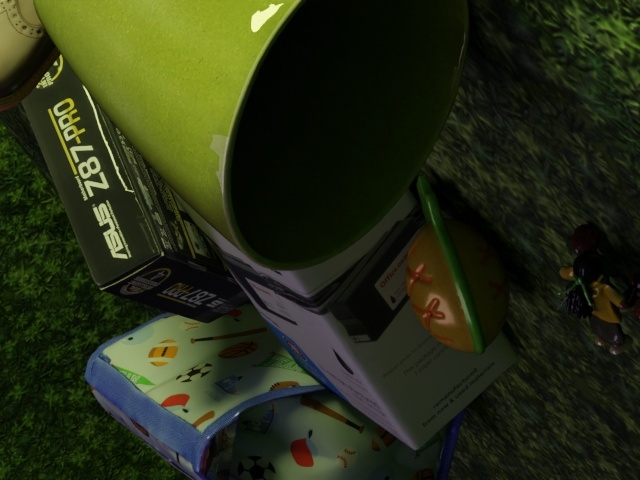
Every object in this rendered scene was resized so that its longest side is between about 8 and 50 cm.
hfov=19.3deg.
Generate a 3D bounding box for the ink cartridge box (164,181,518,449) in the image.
[{"bbox_3d":[0.000,0.000,2.041,0.395,0.166,0.285,56,167,-31],"label":"ink cartridge box"}]

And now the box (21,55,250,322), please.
[{"bbox_3d":[-0.228,-0.112,2.180,0.395,0.097,0.318,65,-166,16],"label":"box"}]

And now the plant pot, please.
[{"bbox_3d":[-0.083,-0.163,1.483,0.293,0.275,0.275,31,160,31],"label":"plant pot"}]

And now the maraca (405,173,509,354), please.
[{"bbox_3d":[0.129,0.025,1.861,0.127,0.099,0.186,106,146,-83],"label":"maraca"}]

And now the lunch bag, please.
[{"bbox_3d":[-0.065,0.216,2.365,0.385,0.239,0.328,3,-165,-35],"label":"lunch bag"}]

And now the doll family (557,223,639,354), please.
[{"bbox_3d":[0.258,0.054,1.566,0.193,0.076,0.111,28,153,45],"label":"doll family"}]

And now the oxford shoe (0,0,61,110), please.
[{"bbox_3d":[-0.236,-0.285,1.576,0.130,0.364,0.133,18,166,-8],"label":"oxford shoe"}]
